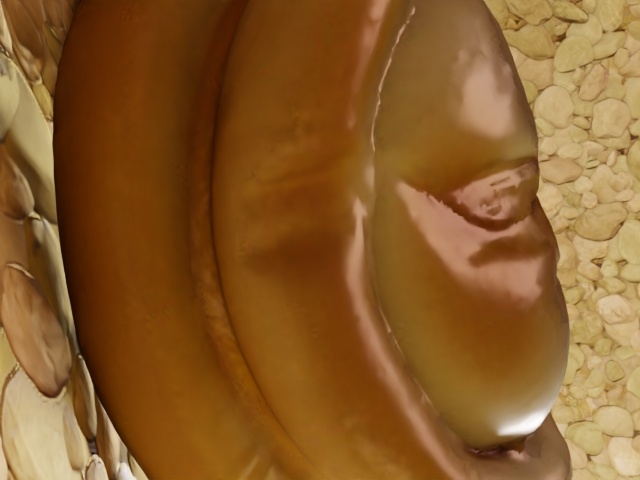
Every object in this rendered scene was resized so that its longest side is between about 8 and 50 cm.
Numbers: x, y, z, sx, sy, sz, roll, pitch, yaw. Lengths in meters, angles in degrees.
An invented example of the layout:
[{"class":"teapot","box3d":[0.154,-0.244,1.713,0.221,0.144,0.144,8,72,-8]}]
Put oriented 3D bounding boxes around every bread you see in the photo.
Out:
[{"class":"bread","box3d":[0.024,-0.006,0.844,0.329,0.245,0.423,-27,107,-61]}]
